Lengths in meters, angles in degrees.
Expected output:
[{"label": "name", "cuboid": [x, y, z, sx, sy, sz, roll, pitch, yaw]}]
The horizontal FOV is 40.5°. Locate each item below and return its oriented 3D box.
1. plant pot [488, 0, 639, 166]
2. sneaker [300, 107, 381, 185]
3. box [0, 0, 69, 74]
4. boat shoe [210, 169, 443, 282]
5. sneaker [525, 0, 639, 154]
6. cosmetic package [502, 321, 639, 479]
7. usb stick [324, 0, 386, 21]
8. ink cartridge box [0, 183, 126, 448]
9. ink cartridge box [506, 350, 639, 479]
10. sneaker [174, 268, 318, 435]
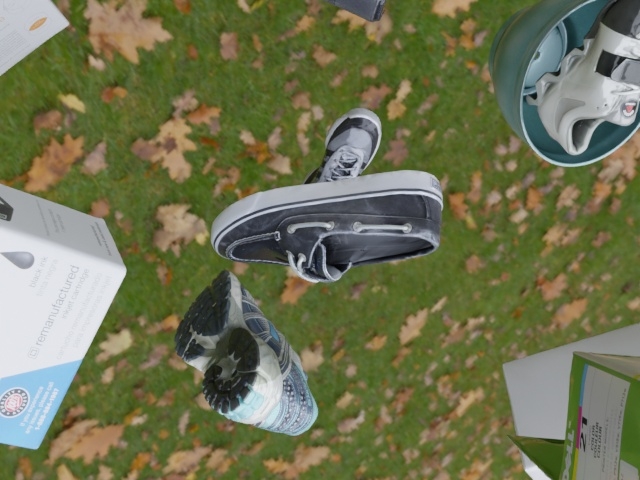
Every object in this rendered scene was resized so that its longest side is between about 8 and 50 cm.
[{"label": "plant pot", "cuboid": [0.416, -0.301, 1.505, 0.293, 0.196, 0.293, -12, 122, -19]}, {"label": "sneaker", "cuboid": [0.035, -0.113, 1.626, 0.101, 0.153, 0.268, 21, 132, -13]}, {"label": "box", "cuboid": [-0.374, -0.259, 0.939, 0.130, 0.091, 0.170, -38, 174, -4]}, {"label": "boat shoe", "cuboid": [0.000, 0.000, 1.026, 0.301, 0.102, 0.108, -9, 149, 21]}, {"label": "sneaker", "cuboid": [0.449, -0.253, 1.277, 0.122, 0.146, 0.330, -8, 153, -28]}, {"label": "cosmetic package", "cuboid": [0.431, 0.199, 1.050, 0.365, 0.155, 0.197, -23, 137, 20]}, {"label": "usb stick", "cuboid": [-0.026, -0.413, 1.322, 0.077, 0.278, 0.045, 111, 4, -67]}, {"label": "ink cartridge box", "cuboid": [-0.379, 0.049, 0.825, 0.307, 0.129, 0.223, 22, 104, -33]}, {"label": "ink cartridge box", "cuboid": [0.246, 0.123, 0.562, 0.188, 0.255, 0.097, 4, 91, -5]}, {"label": "sneaker", "cuboid": [-0.086, 0.138, 1.012, 0.122, 0.283, 0.110, 36, 99, -28]}]
